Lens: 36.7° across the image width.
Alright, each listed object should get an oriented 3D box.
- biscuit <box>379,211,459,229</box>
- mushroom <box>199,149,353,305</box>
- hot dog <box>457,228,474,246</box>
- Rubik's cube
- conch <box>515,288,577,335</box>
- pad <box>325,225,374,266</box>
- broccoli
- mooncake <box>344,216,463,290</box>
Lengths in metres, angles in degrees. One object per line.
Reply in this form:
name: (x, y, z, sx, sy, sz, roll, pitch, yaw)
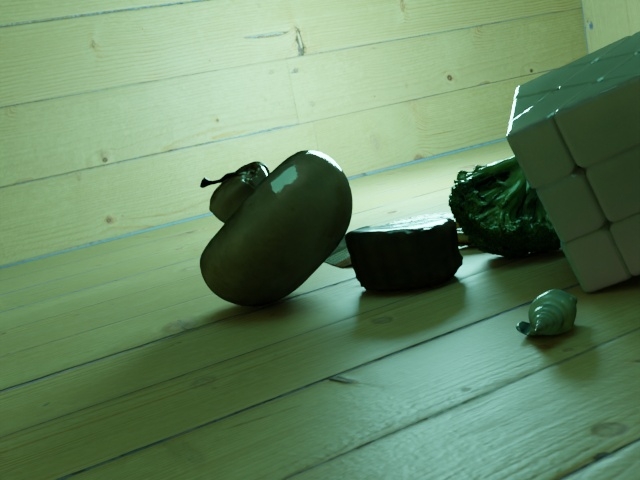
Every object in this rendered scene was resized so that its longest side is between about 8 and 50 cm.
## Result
biscuit: (0.230, -0.025, 2.339, 0.254, 0.035, 0.254, -12, 10, 2)
mushroom: (-0.111, -0.045, 1.927, 0.362, 0.294, 0.362, -44, -1, -1)
hot dog: (0.342, -0.002, 2.113, 0.133, 0.041, 0.056, 2, 14, 22)
Rubik's cube: (0.528, -0.152, 1.634, 0.318, 0.316, 0.322, -24, 16, 22)
conch: (0.335, 0.115, 1.408, 0.065, 0.088, 0.180, 41, 24, 18)
pad: (0.003, 0.024, 2.246, 0.323, 0.055, 0.250, -9, 9, -19)
broccoli: (0.395, -0.077, 1.957, 0.261, 0.242, 0.269, -12, 48, -48)
mooncake: (0.166, 0.026, 1.889, 0.228, 0.124, 0.228, -9, 5, 1)
